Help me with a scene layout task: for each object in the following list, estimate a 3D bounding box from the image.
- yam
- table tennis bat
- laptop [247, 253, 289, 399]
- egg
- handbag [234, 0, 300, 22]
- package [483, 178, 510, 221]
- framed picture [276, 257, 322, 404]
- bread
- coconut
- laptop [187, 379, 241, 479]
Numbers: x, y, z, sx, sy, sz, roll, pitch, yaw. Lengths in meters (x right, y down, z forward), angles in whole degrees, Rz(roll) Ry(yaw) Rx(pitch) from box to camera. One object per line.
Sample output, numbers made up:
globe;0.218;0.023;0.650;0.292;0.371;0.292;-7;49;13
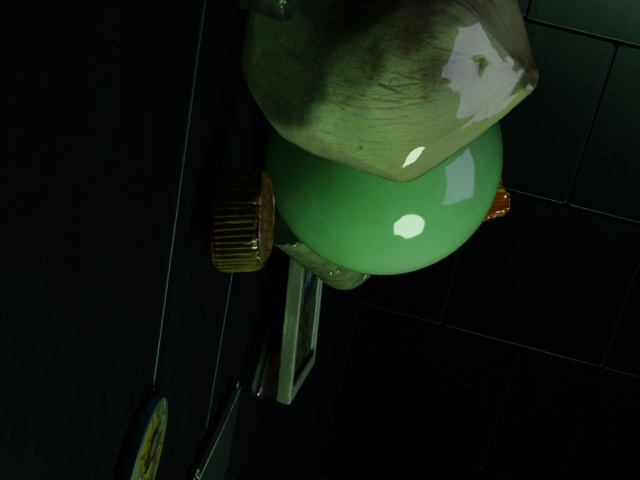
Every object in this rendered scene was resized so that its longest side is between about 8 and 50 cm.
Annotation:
yam;0.000;0.000;1.364;0.179;0.078;0.078;34;69;-61
table tennis bat;-0.140;0.187;0.937;0.100;0.019;0.155;98;6;-57
laptop;-0.051;0.097;1.604;0.154;0.026;0.207;30;74;-83
egg;0.059;-0.081;1.177;0.269;0.220;0.220;-59;163;-76
handbag;-0.022;-0.245;0.661;0.332;0.075;0.191;61;43;-81
package;0.123;-0.148;1.618;0.108;0.223;0.288;62;25;-50
framed picture;-0.014;0.018;1.539;0.240;0.020;0.324;-38;133;-82
bread;-0.066;-0.016;0.964;0.085;0.053;0.085;2;90;-84
coconut;0.056;-0.152;0.943;0.224;0.224;0.224;15;90;-85
laptop;-0.118;0.245;1.339;0.180;0.016;0.129;-65;168;-61
